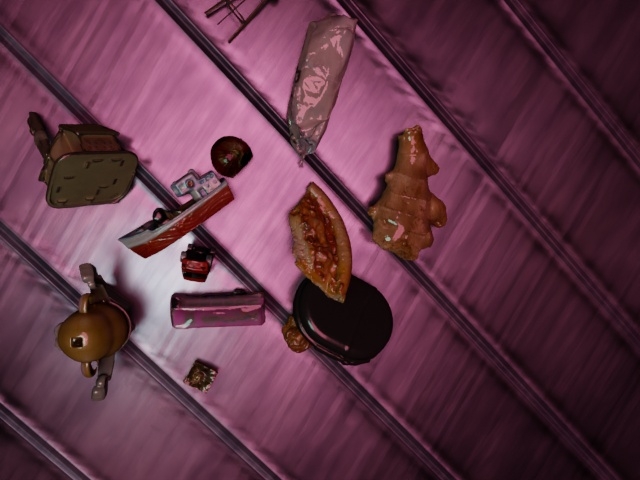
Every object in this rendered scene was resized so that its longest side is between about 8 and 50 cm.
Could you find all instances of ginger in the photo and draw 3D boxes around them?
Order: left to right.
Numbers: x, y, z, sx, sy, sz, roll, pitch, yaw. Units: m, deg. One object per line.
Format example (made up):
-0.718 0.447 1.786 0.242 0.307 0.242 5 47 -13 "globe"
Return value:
0.282 -0.130 1.527 0.236 0.166 0.376 22 98 0 "ginger"

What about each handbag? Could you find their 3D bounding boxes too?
0.067 0.217 1.517 0.307 0.093 0.254 29 59 -9 "handbag"

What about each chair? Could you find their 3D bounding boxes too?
-0.204 -0.657 1.445 0.221 0.095 0.104 -43 111 -2 "chair"

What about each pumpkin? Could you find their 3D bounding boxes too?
-0.353 0.401 1.553 0.083 0.054 0.074 26 87 -4 "pumpkin"

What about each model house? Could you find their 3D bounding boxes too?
-0.657 -0.257 1.425 0.205 0.218 0.279 -50 62 37 "model house"

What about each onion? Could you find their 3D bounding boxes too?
-0.254 -0.238 1.478 0.118 0.118 0.117 34 61 -9 "onion"

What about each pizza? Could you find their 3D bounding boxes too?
0.000 0.000 1.483 0.182 0.074 0.366 5 65 -32 "pizza"

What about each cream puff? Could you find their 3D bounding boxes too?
-0.059 0.271 1.554 0.094 0.122 0.116 -33 138 5 "cream puff"

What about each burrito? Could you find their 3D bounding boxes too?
-0.014 -0.427 1.489 0.138 0.101 0.446 16 94 -13 "burrito"

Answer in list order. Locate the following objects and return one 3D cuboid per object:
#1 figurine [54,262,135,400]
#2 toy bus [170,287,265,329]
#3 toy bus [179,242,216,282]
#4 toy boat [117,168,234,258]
-0.589 0.232 1.390 0.167 0.285 0.343 -25 100 -6 "figurine"
-0.296 0.199 1.514 0.273 0.112 0.090 -2 104 -7 "toy bus"
-0.338 0.066 1.449 0.081 0.195 0.089 9 98 -8 "toy bus"
-0.403 -0.082 1.449 0.331 0.145 0.133 -36 108 -5 "toy boat"
